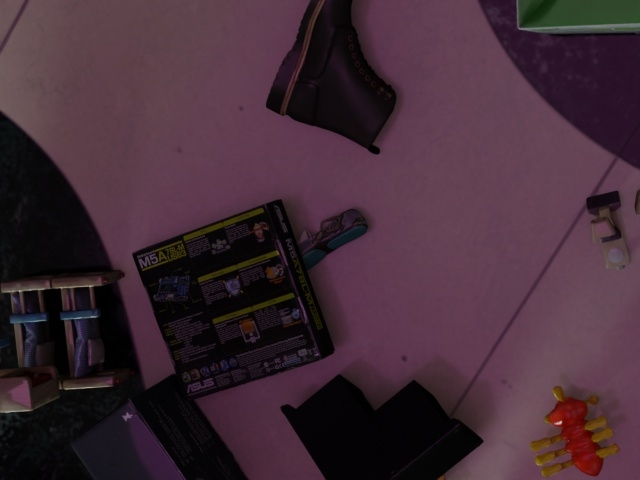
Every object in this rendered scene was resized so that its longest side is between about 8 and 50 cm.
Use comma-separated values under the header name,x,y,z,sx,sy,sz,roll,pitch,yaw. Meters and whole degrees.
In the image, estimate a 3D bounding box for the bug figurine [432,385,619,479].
name,x,y,z,sx,sy,sz,roll,pitch,yaw
bug figurine,0.210,0.288,1.841,0.279,0.072,0.216,-21,85,19

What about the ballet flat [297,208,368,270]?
name,x,y,z,sx,sy,sz,roll,pitch,yaw
ballet flat,0.000,0.000,1.882,0.114,0.041,0.041,-32,88,14

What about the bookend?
name,x,y,z,sx,sy,sz,roll,pitch,yaw
bookend,0.065,0.202,1.842,0.156,0.072,0.157,-40,56,6

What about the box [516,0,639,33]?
name,x,y,z,sx,sy,sz,roll,pitch,yaw
box,0.333,-0.268,1.673,0.262,0.231,0.126,-1,96,13

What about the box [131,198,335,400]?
name,x,y,z,sx,sy,sz,roll,pitch,yaw
box,-0.099,0.069,1.886,0.191,0.045,0.184,-20,89,28

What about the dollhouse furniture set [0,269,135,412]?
name,x,y,z,sx,sy,sz,roll,pitch,yaw
dollhouse furniture set,-0.302,0.110,1.883,0.129,0.184,0.129,-5,95,13

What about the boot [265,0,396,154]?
name,x,y,z,sx,sy,sz,roll,pitch,yaw
boot,0.041,-0.204,1.836,0.137,0.077,0.198,26,114,4

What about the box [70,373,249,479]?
name,x,y,z,sx,sy,sz,roll,pitch,yaw
box,-0.177,0.248,1.883,0.093,0.158,0.156,-36,87,14

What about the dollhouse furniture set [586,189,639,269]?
name,x,y,z,sx,sy,sz,roll,pitch,yaw
dollhouse furniture set,0.347,-0.007,1.783,0.114,0.091,0.081,-14,108,11
